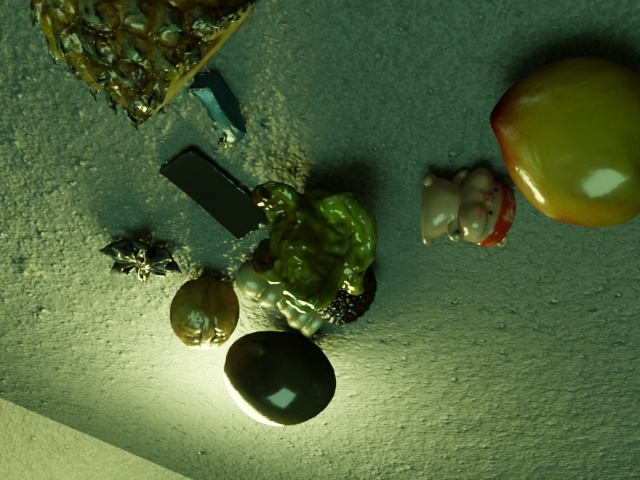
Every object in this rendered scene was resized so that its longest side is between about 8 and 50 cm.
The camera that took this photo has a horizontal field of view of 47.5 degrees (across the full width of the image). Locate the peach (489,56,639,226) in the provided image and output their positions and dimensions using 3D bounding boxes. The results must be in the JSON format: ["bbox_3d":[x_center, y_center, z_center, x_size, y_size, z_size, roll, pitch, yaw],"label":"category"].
[{"bbox_3d":[0.465,-0.182,1.286,0.308,0.289,0.289,30,147,25],"label":"peach"}]

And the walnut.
[{"bbox_3d":[-0.324,0.201,2.041,0.195,0.195,0.221,18,139,-5],"label":"walnut"}]

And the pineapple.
[{"bbox_3d":[-0.300,-0.390,1.214,0.300,0.352,0.352,40,135,-19],"label":"pineapple"}]

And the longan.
[{"bbox_3d":[-0.125,0.405,2.159,0.350,0.288,0.288,13,142,15],"label":"longan"}]

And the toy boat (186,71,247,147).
[{"bbox_3d":[-0.220,-0.268,1.529,0.077,0.075,0.185,-10,139,23],"label":"toy boat"}]

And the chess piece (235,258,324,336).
[{"bbox_3d":[-0.108,0.141,1.954,0.261,0.142,0.143,29,139,-10],"label":"chess piece"}]

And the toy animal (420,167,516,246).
[{"bbox_3d":[0.316,-0.065,1.555,0.198,0.171,0.171,3,140,17],"label":"toy animal"}]

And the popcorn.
[{"bbox_3d":[0.008,0.008,1.620,0.290,0.321,0.325,3,136,-50],"label":"popcorn"}]

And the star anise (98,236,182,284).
[{"bbox_3d":[-0.486,0.044,1.979,0.230,0.081,0.262,19,152,-5],"label":"star anise"}]

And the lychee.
[{"bbox_3d":[0.053,0.123,1.845,0.188,0.188,0.188,8,141,7],"label":"lychee"}]

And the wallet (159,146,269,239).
[{"bbox_3d":[-0.251,-0.112,1.765,0.146,0.030,0.285,-22,128,40],"label":"wallet"}]
